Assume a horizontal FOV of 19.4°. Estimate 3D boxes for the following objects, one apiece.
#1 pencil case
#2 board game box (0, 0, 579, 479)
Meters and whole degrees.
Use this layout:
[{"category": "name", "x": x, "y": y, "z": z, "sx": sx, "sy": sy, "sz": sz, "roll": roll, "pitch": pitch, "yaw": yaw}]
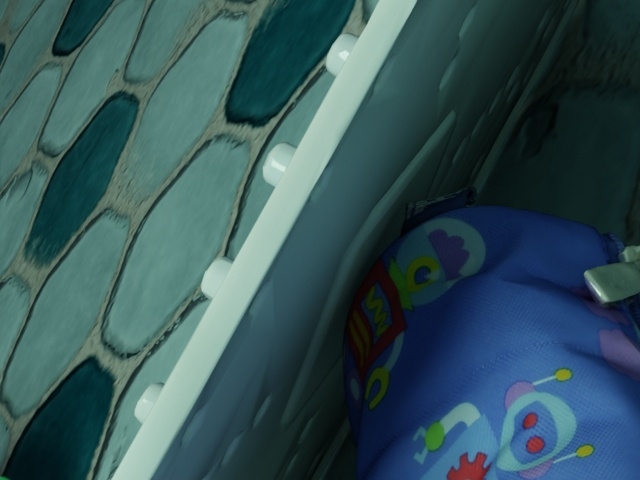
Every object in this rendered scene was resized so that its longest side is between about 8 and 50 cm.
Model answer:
[{"category": "pencil case", "x": 0.081, "y": 0.103, "z": 0.588, "sx": 0.133, "sy": 0.119, "sz": 0.306, "roll": -47, "pitch": 25, "yaw": 21}, {"category": "board game box", "x": 0.000, "y": 0.000, "z": 0.720, "sx": 0.390, "sy": 0.050, "sz": 0.390, "roll": -61, "pitch": -10, "yaw": -5}]
